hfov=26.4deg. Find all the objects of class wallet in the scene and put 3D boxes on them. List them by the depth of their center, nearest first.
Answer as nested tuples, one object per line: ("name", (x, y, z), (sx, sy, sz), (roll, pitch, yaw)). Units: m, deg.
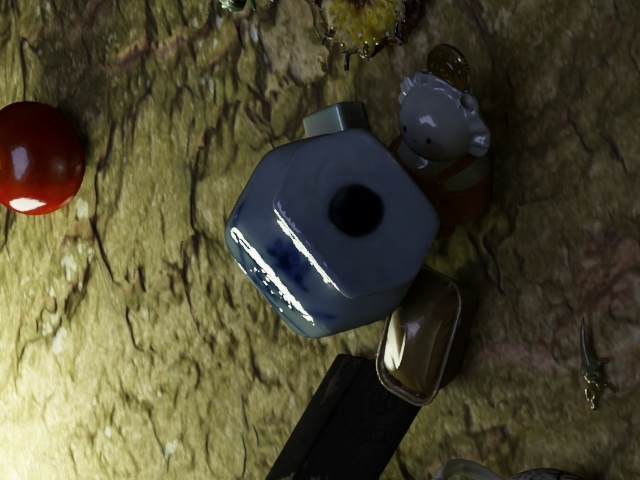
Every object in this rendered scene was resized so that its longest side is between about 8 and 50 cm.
("wallet", (0.007, 0.291, 1.778), (0.170, 0.321, 0.044), (11, 149, 42))

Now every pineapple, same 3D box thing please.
("pineapple", (0.062, -0.329, 1.765), (0.221, 0.047, 0.221), (8, 101, 46))

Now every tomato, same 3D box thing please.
("tomato", (-0.479, -0.135, 2.246), (0.195, 0.136, 0.195), (8, 102, 42))

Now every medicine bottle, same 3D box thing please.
("medicine bottle", (0.028, -0.120, 1.820), (0.074, 0.055, 0.118), (-19, 82, 43))

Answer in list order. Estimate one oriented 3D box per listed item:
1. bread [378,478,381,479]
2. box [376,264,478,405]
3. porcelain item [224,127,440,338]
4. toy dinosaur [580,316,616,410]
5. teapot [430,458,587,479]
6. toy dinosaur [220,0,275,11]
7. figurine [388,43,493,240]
("bread", (0.035, 0.414, 1.844), (0.224, 0.142, 0.212), (-1, 114, 45))
("box", (0.133, 0.118, 1.726), (0.111, 0.111, 0.177), (27, 113, 38))
("porcelain item", (0.000, 0.000, 1.659), (0.242, 0.178, 0.405), (50, 165, 0))
("toy dinosaur", (0.321, 0.148, 1.604), (0.041, 0.026, 0.113), (13, 116, 59))
("teapot", (0.256, 0.369, 1.624), (0.299, 0.166, 0.208), (36, 133, 22))
("toy dinosaur", (-0.161, -0.410, 1.928), (0.292, 0.079, 0.120), (40, 144, 30))
("figurine", (0.149, -0.118, 1.646), (0.143, 0.143, 0.271), (37, 129, 34))
